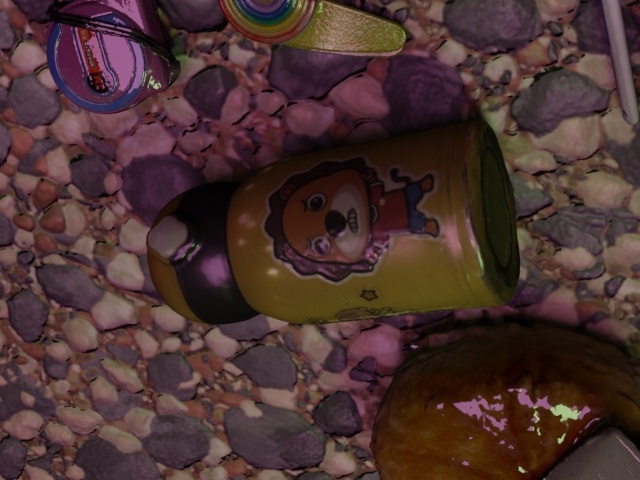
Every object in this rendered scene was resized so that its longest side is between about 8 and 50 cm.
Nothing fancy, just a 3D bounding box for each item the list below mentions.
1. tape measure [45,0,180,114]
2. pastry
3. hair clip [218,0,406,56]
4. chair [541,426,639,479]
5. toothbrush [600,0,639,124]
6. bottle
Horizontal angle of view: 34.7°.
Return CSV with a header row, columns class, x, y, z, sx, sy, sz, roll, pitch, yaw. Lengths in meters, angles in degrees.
class,x,y,z,sx,sy,sz,roll,pitch,yaw
tape measure,-0.199,-0.185,0.991,0.125,0.074,0.118,-7,110,14
pastry,0.208,0.229,1.058,0.330,0.136,0.329,6,119,11
hair clip,-0.013,-0.203,0.950,0.188,0.033,0.060,16,121,8
chair,0.322,0.335,0.875,0.319,0.186,0.160,36,125,2
toothbrush,0.205,-0.227,0.791,0.040,0.040,0.386,-8,138,20
bottle,0.000,0.000,0.974,0.351,0.171,0.171,-10,114,20
